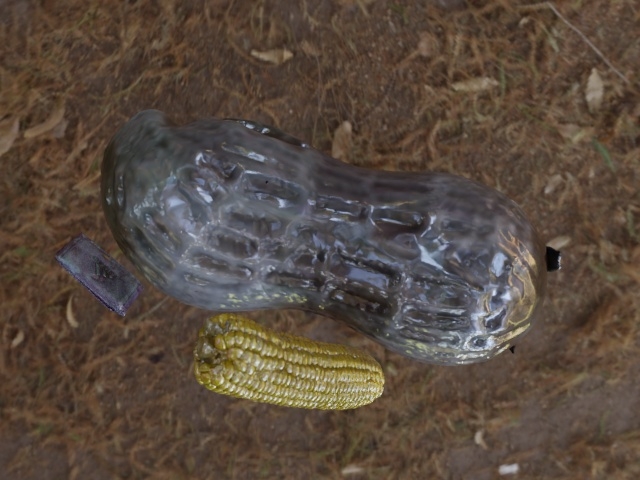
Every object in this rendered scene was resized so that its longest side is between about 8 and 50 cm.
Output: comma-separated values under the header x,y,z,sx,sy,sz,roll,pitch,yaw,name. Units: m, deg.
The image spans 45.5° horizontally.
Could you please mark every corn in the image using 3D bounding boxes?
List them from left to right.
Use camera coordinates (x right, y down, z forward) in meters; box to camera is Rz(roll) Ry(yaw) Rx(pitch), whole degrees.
x,y,z,sx,sy,sz,roll,pitch,yaw,name
-0.032,0.159,0.960,0.292,0.101,0.101,18,118,-40,corn

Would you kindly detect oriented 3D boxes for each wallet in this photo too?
x,y,z,sx,sy,sz,roll,pitch,yaw,name
-0.415,0.065,1.430,0.166,0.111,0.030,43,113,-10,wallet

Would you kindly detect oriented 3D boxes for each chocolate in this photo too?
x,y,z,sx,sy,sz,roll,pitch,yaw,name
0.000,0.000,0.402,0.248,0.110,0.110,16,117,8,chocolate
